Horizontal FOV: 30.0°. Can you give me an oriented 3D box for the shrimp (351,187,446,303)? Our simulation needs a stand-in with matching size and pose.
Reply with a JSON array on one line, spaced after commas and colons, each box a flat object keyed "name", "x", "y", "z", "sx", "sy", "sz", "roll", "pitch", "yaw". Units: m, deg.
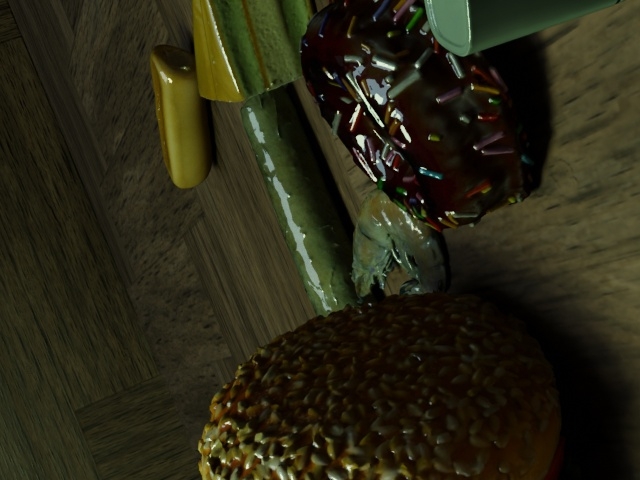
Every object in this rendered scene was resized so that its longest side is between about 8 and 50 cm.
[{"name": "shrimp", "x": 0.078, "y": 0.025, "z": 1.240, "sx": 0.126, "sy": 0.047, "sz": 0.223, "roll": 51, "pitch": 157, "yaw": 16}]

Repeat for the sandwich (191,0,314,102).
[{"name": "sandwich", "x": -0.086, "y": -0.248, "z": 1.264, "sx": 0.144, "sy": 0.117, "sz": 0.187, "roll": 28, "pitch": 138, "yaw": 60}]

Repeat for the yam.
[{"name": "yam", "x": 0.000, "y": 0.000, "z": 1.384, "sx": 0.372, "sy": 0.083, "sz": 0.083, "roll": 68, "pitch": 163, "yaw": 6}]

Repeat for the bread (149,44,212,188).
[{"name": "bread", "x": -0.202, "y": -0.184, "z": 1.761, "sx": 0.239, "sy": 0.073, "sz": 0.093, "roll": 91, "pitch": 160, "yaw": -49}]

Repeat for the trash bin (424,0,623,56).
[{"name": "trash bin", "x": 0.125, "y": -0.181, "z": 0.695, "sx": 0.059, "sy": 0.129, "sz": 0.116, "roll": 43, "pitch": 151, "yaw": 55}]

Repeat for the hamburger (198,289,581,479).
[{"name": "hamburger", "x": 0.064, "y": 0.202, "z": 1.045, "sx": 0.330, "sy": 0.329, "sz": 0.250, "roll": 30, "pitch": 137, "yaw": 63}]

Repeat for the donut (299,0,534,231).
[{"name": "donut", "x": 0.067, "y": -0.106, "z": 0.955, "sx": 0.235, "sy": 0.089, "sz": 0.235, "roll": 50, "pitch": 171, "yaw": 11}]
